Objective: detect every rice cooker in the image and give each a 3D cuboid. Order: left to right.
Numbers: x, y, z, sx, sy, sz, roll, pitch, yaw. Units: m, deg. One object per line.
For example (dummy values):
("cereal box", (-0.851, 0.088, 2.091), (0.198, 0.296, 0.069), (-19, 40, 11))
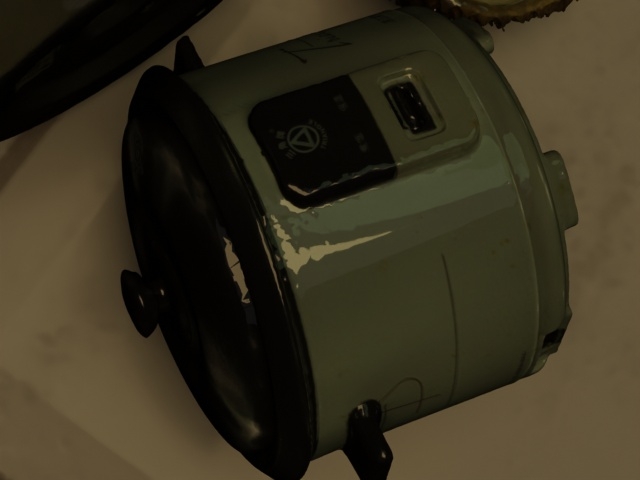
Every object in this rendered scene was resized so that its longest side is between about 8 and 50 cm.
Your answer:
("rice cooker", (0.000, 0.000, 1.103), (0.227, 0.241, 0.280), (-19, 68, -16))

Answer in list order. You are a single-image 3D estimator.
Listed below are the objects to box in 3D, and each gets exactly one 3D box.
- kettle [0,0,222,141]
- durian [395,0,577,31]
("kettle", (-0.228, -0.221, 1.070), (0.321, 0.228, 0.324), (-34, 88, -11))
("durian", (0.073, -0.193, 1.201), (0.188, 0.091, 0.148), (25, 70, -19))
